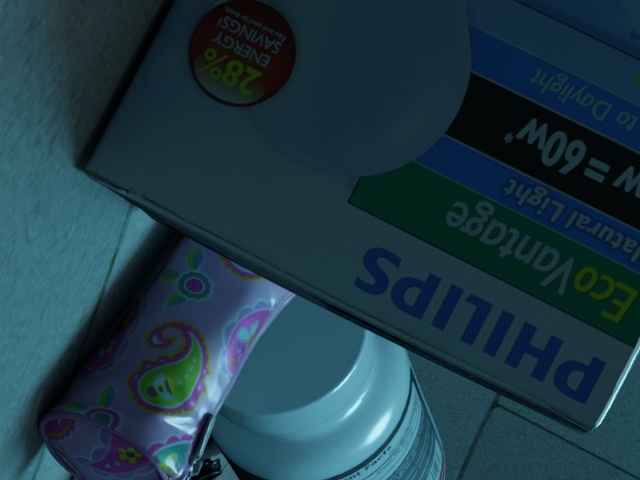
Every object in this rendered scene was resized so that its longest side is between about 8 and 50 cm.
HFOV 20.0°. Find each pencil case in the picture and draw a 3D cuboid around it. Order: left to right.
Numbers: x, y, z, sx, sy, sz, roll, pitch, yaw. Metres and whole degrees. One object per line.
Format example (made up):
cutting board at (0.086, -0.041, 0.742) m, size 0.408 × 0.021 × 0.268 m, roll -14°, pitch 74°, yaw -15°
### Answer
pencil case at (-0.100, 0.076, 1.402) m, size 0.284 × 0.124 × 0.124 m, roll -59°, pitch 172°, yaw -33°

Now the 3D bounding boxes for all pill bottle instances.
pill bottle at (-0.002, 0.169, 1.814) m, size 0.210 × 0.210 × 0.363 m, roll -60°, pitch 154°, yaw -21°

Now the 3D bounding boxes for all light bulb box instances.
light bulb box at (0.100, -0.109, 1.181) m, size 0.361 × 0.358 × 0.225 m, roll -63°, pitch 171°, yaw -2°

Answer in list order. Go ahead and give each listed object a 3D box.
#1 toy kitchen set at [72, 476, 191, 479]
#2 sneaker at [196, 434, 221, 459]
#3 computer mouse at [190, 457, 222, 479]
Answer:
toy kitchen set at (-0.169, 0.280, 1.634) m, size 0.166 × 0.122 × 0.207 m, roll -62°, pitch 172°, yaw 0°
sneaker at (-0.090, 0.158, 1.959) m, size 0.094 × 0.080 × 0.212 m, roll -27°, pitch 147°, yaw -57°
computer mouse at (-0.174, 0.344, 2.067) m, size 0.184 × 0.060 × 0.262 m, roll -65°, pitch 173°, yaw 22°
